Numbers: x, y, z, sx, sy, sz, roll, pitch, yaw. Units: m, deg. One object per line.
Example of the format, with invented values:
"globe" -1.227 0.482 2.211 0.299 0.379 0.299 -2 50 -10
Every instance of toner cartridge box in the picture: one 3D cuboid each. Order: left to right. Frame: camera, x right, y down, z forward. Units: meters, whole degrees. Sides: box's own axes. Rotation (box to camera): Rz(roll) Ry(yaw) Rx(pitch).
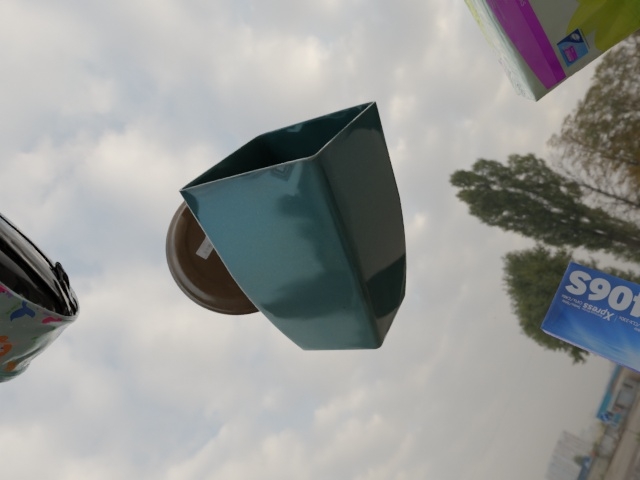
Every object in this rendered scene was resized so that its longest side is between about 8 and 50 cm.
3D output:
"toner cartridge box" 0.653 0.183 1.044 0.075 0.348 0.165 27 -93 -56

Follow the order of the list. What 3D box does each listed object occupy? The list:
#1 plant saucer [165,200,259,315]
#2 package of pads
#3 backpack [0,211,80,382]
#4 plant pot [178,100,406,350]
"plant saucer" -0.156 0.002 0.979 0.278 0.278 0.041 -57 -5 -15
"package of pads" 0.338 -0.396 0.760 0.229 0.101 0.296 -36 -68 12
"backpack" -0.400 0.042 0.560 0.253 0.225 0.191 42 -99 -24
"plant pot" 0.000 0.000 0.572 0.166 0.165 0.234 -50 -56 -51
